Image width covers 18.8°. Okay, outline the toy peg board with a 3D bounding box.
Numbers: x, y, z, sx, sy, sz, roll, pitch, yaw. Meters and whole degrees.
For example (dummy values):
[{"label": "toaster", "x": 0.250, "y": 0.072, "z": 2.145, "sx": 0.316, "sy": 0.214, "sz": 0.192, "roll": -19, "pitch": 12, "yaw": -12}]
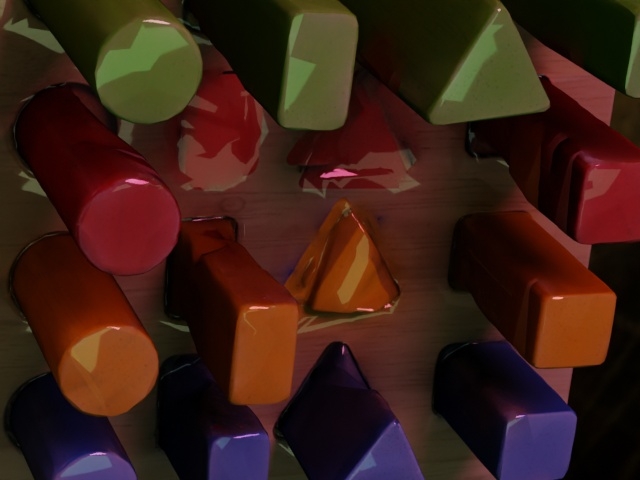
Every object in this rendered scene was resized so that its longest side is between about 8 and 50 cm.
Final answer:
[{"label": "toy peg board", "x": 0.000, "y": 0.000, "z": 0.411, "sx": 0.161, "sy": 0.079, "sz": 0.161, "roll": -3, "pitch": 114, "yaw": -20}]
